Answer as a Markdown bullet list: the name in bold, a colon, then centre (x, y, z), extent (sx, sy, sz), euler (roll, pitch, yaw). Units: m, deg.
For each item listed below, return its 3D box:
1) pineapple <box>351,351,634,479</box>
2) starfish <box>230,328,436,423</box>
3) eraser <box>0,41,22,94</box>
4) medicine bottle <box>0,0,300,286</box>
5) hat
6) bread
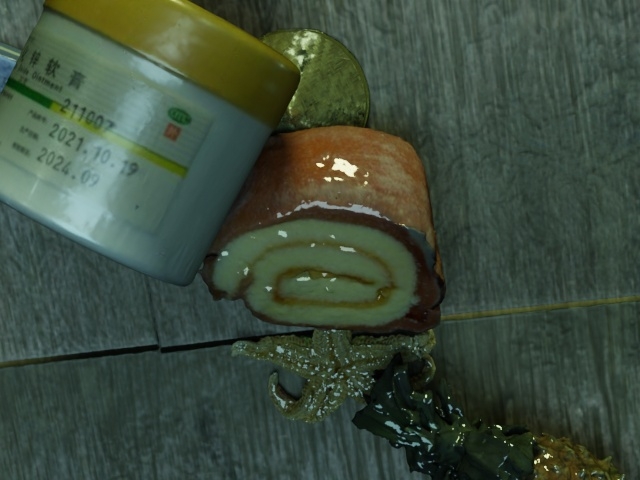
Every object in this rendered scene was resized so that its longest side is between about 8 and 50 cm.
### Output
- **pineapple**: centre (0.177, 0.224, 1.787), extent (0.310, 0.170, 0.141), euler (35, 79, -13)
- **starfish**: centre (0.012, 0.124, 1.830), extent (0.209, 0.053, 0.150), euler (10, 106, 3)
- **eraser**: centre (-0.321, -0.152, 1.764), extent (0.225, 0.036, 0.082), euler (22, 112, -4)
- **medicine bottle**: centre (-0.171, -0.109, 1.632), extent (0.238, 0.238, 0.232), euler (28, 90, -6)
- **hat**: centre (-0.025, -0.127, 1.735), extent (0.146, 0.067, 0.146), euler (1, 109, 4)
- **bread**: centre (-0.001, -0.009, 1.733), extent (0.244, 0.123, 0.190), euler (2, 134, 0)
